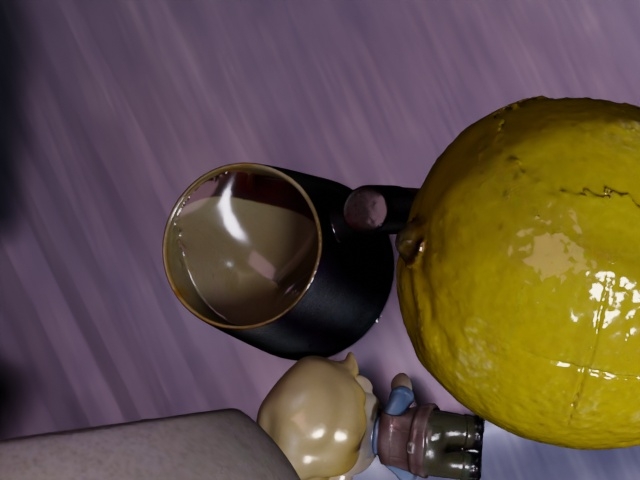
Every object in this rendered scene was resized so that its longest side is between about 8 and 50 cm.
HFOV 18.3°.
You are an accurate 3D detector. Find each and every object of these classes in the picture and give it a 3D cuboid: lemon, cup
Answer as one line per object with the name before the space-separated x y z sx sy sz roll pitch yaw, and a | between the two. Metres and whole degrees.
lemon | 0.210 0.024 1.572 0.297 0.297 0.297 -2 82 17
cup | -0.013 -0.010 1.703 0.239 0.177 0.166 -41 72 8

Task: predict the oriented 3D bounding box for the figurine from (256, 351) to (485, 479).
figurine | 0.043 0.162 1.714 0.196 0.108 0.114 3 109 3

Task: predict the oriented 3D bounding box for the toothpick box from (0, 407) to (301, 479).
toothpick box | -0.169 0.360 1.585 0.409 0.409 0.425 -8 86 16
